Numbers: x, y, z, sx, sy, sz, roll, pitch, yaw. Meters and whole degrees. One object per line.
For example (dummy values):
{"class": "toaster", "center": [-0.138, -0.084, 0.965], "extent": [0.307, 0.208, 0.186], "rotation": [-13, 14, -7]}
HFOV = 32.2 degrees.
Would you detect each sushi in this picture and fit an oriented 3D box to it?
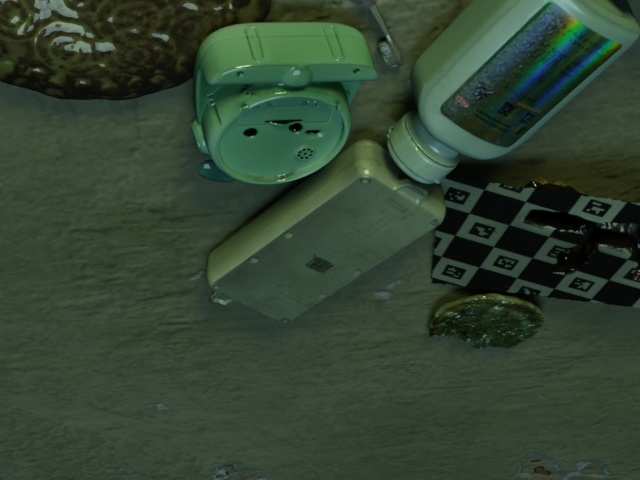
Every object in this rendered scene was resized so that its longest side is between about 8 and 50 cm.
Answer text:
{"class": "sushi", "center": [0.258, -0.008, 1.137], "extent": [0.280, 0.043, 0.192], "rotation": [7, 146, 7]}

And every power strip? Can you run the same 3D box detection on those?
{"class": "power strip", "center": [0.000, 0.000, 1.108], "extent": [0.118, 0.046, 0.270], "rotation": [29, 132, -33]}

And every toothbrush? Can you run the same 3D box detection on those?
{"class": "toothbrush", "center": [0.031, -0.212, 0.911], "extent": [0.017, 0.014, 0.194], "rotation": [-18, 137, 13]}

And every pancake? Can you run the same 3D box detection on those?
{"class": "pancake", "center": [-0.181, -0.218, 0.870], "extent": [0.286, 0.033, 0.288], "rotation": [27, 128, -30]}
{"class": "pancake", "center": [0.192, 0.092, 1.255], "extent": [0.130, 0.022, 0.116], "rotation": [16, 142, -27]}

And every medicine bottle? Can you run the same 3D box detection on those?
{"class": "medicine bottle", "center": [0.151, -0.141, 0.954], "extent": [0.121, 0.083, 0.229], "rotation": [22, 132, -31]}

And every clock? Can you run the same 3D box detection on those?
{"class": "clock", "center": [-0.037, -0.108, 0.969], "extent": [0.148, 0.060, 0.188], "rotation": [-6, 146, -16]}
